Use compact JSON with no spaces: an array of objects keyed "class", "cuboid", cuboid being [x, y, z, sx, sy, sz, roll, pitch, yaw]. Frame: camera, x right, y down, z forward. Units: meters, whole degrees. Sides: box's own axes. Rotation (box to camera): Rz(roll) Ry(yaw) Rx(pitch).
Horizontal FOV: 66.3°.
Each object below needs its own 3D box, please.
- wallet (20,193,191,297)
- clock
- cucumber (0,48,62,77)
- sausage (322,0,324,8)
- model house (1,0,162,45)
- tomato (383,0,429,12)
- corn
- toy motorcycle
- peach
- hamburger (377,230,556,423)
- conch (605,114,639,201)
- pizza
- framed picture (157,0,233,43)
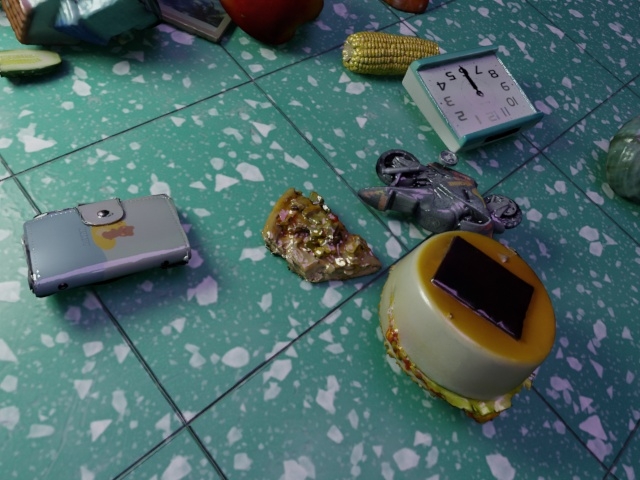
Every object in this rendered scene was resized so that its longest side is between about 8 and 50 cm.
[{"class":"wallet","cuboid":[-0.331,0.003,0.762,0.230,0.070,0.170,-14,49,-27]},{"class":"clock","cuboid":[0.343,-0.320,1.135,0.262,0.116,0.231,-21,74,-25]},{"class":"cucumber","cuboid":[-0.536,-0.323,0.905,0.107,0.035,0.067,-17,56,-30]},{"class":"sausage","cuboid":[-0.056,-0.621,1.200,0.077,0.077,0.194,-21,70,-26]},{"class":"model house","cuboid":[-0.516,-0.491,0.925,0.329,0.252,0.295,-24,94,1]},{"class":"tomato","cuboid":[0.236,-0.698,1.335,0.155,0.069,0.156,8,58,-13]},{"class":"corn","cuboid":[0.169,-0.436,1.151,0.243,0.093,0.094,-5,63,-23]},{"class":"toy motorcycle","cuboid":[0.234,-0.075,0.944,0.307,0.108,0.173,24,54,9]},{"class":"peach","cuboid":[-0.107,-0.559,1.059,0.243,0.199,0.244,0,91,-26]},{"class":"hamburger","cuboid":[0.229,0.126,0.799,0.275,0.179,0.294,33,48,4]},{"class":"conch","cuboid":[0.772,-0.188,1.159,0.220,0.195,0.277,32,25,-31]},{"class":"pizza","cuboid":[0.000,0.000,0.866,0.226,0.069,0.147,43,56,9]},{"class":"framed picture","cuboid":[-0.337,-0.578,1.118,0.314,0.024,0.232,21,56,-5]}]
